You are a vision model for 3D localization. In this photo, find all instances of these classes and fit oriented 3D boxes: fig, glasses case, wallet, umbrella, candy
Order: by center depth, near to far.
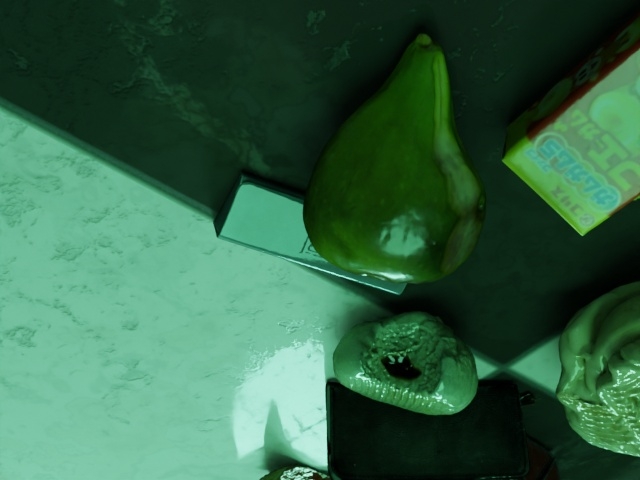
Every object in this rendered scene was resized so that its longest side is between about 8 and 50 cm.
[{"bbox_3d":[0.346,-0.145,0.928,0.146,0.088,0.276,42,124,-11],"label":"candy"},{"bbox_3d":[0.091,-0.095,0.957,0.206,0.206,0.275,5,107,-7],"label":"fig"},{"bbox_3d":[0.000,0.000,1.112,0.266,0.056,0.105,18,133,-19],"label":"glasses case"},{"bbox_3d":[0.167,0.308,1.352,0.318,0.172,0.045,-1,150,-3],"label":"wallet"},{"bbox_3d":[0.332,0.275,1.429,0.083,0.020,0.031,-27,169,23],"label":"umbrella"}]

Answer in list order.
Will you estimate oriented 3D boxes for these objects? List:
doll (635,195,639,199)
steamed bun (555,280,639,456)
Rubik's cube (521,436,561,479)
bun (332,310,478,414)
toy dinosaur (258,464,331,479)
[{"bbox_3d":[0.408,-0.112,1.018,0.098,0.058,0.143,1,130,-14],"label":"doll"},{"bbox_3d":[0.481,0.163,1.198,0.276,0.203,0.289,5,139,30],"label":"steamed bun"},{"bbox_3d":[0.263,0.479,1.469,0.260,0.259,0.255,-32,127,31],"label":"Rubik's cube"},{"bbox_3d":[0.129,0.173,1.241,0.212,0.126,0.204,21,157,-14],"label":"bun"},{"bbox_3d":[-0.005,0.506,1.582,0.206,0.113,0.327,-6,133,4],"label":"toy dinosaur"}]
